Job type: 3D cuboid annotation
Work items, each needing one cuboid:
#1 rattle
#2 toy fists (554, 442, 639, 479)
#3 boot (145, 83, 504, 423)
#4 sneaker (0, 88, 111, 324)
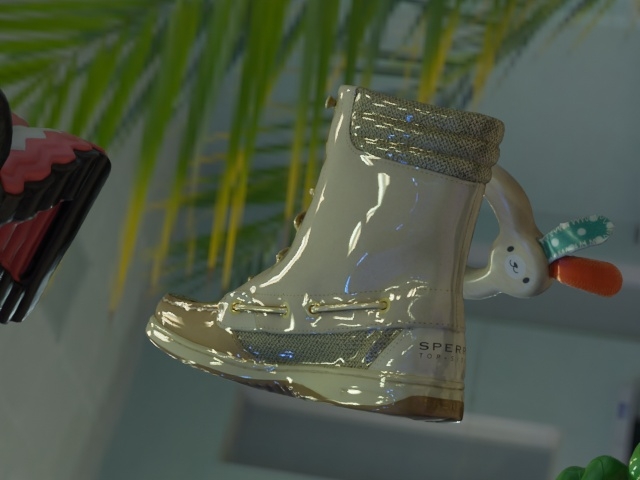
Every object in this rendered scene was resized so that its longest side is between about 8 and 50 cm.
[{"bbox_3d":[0.125,0.007,1.422,0.142,0.199,0.130,3,-67,-53],"label":"rattle"},{"bbox_3d":[0.267,0.220,1.367,0.142,0.279,0.096,54,-138,4],"label":"toy fists"},{"bbox_3d":[0.000,0.000,1.141,0.095,0.262,0.203,11,-92,-44],"label":"boot"},{"bbox_3d":[-0.194,-0.032,0.718,0.116,0.136,0.314,-61,-8,-1],"label":"sneaker"}]
